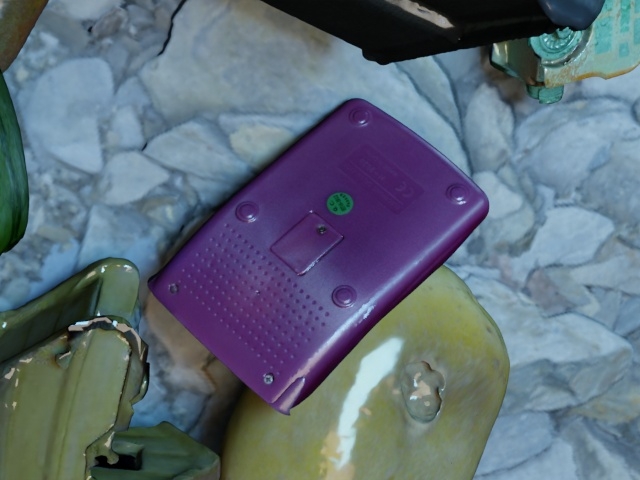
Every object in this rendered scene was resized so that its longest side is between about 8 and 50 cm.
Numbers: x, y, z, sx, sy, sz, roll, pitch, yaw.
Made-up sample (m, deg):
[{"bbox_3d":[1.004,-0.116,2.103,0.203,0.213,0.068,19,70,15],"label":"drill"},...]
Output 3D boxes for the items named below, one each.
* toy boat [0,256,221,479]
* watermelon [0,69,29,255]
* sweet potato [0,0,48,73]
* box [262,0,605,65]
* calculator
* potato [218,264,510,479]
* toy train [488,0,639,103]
[{"bbox_3d":[-0.155,0.228,0.796,0.162,0.136,0.446,7,109,-10],"label":"toy boat"},{"bbox_3d":[-0.278,-0.089,0.539,0.330,0.331,0.189,2,117,-16],"label":"watermelon"},{"bbox_3d":[-0.163,-0.165,0.707,0.078,0.058,0.255,37,92,-39],"label":"sweet potato"},{"bbox_3d":[0.042,-0.284,0.592,0.204,0.251,0.345,20,88,-19],"label":"box"},{"bbox_3d":[0.000,0.000,0.758,0.190,0.126,0.034,-44,156,-15],"label":"calculator"},{"bbox_3d":[0.022,0.118,0.801,0.150,0.146,0.234,40,74,-48],"label":"potato"},{"bbox_3d":[0.150,-0.180,0.766,0.099,0.072,0.188,-20,122,-23],"label":"toy train"}]
